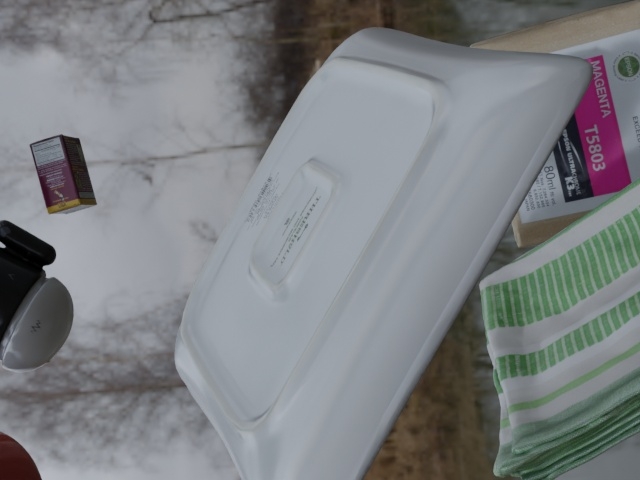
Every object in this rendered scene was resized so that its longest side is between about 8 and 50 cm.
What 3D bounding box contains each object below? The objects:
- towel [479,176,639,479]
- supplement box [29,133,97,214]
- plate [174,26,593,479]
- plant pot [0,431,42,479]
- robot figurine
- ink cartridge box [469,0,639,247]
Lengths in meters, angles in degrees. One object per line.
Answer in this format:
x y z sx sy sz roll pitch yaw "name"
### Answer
0.228 0.041 0.806 0.038 0.248 0.325 52 -163 -12 "towel"
-0.292 -0.074 1.204 0.055 0.043 0.083 -6 -99 -81 "supplement box"
0.000 0.000 0.599 0.277 0.045 0.278 -61 23 4 "plate"
-0.610 0.429 1.672 0.243 0.275 0.274 42 -137 -72 "plant pot"
-0.532 0.096 1.691 0.209 0.278 0.173 -60 4 36 "robot figurine"
0.286 -0.126 1.147 0.088 0.193 0.234 -27 -77 -65 "ink cartridge box"
